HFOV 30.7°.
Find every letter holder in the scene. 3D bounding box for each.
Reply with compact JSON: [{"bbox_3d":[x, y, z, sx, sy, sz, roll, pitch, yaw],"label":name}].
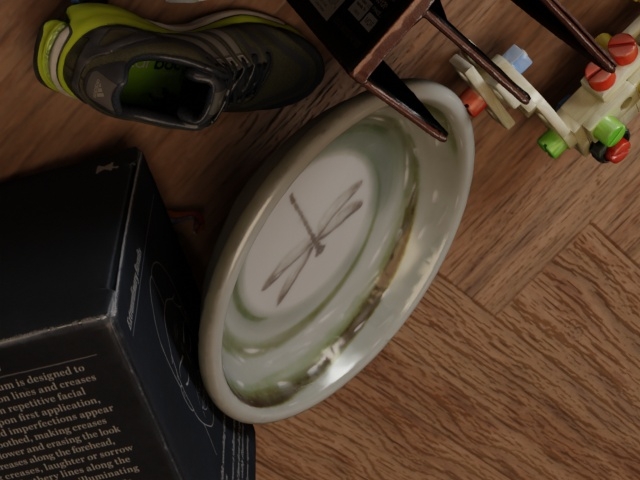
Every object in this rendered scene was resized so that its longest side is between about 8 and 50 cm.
[{"bbox_3d":[0.098,-0.207,1.050,0.214,0.302,0.152,33,105,-33],"label":"letter holder"}]

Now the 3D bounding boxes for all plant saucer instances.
[{"bbox_3d":[0.000,0.000,1.208,0.400,0.100,0.400,-37,146,-31],"label":"plant saucer"}]

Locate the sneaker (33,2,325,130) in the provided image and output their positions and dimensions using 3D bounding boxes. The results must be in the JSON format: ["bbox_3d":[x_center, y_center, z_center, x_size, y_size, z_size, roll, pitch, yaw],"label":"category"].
[{"bbox_3d":[-0.111,-0.149,1.097,0.300,0.121,0.111,-8,127,-38],"label":"sneaker"}]

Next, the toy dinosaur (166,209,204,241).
[{"bbox_3d":[-0.166,-0.020,1.224,0.082,0.047,0.090,-25,125,-3],"label":"toy dinosaur"}]

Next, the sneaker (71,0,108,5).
[{"bbox_3d":[-0.208,-0.290,1.032,0.078,0.067,0.188,-7,119,-9],"label":"sneaker"}]

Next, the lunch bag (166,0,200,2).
[{"bbox_3d":[-0.115,-0.263,1.093,0.083,0.053,0.071,-11,122,-3],"label":"lunch bag"}]

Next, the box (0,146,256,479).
[{"bbox_3d":[-0.216,0.165,1.133,0.212,0.293,0.395,-14,121,6],"label":"box"}]

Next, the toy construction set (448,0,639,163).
[{"bbox_3d":[0.305,-0.201,1.222,0.328,0.151,0.215,-32,150,10],"label":"toy construction set"}]
